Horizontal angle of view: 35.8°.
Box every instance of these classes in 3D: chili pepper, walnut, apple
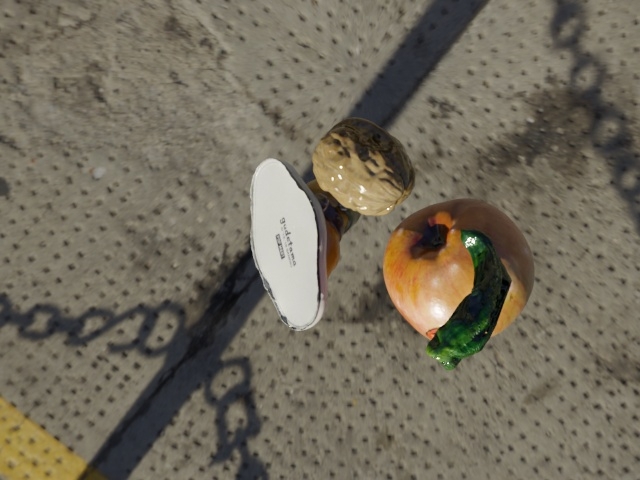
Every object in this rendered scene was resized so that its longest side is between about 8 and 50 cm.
[{"bbox_3d":[0.181,0.067,1.170,0.073,0.050,0.182,2,59,35],"label":"chili pepper"},{"bbox_3d":[0.037,-0.065,0.884,0.096,0.079,0.082,40,126,18],"label":"walnut"},{"bbox_3d":[0.183,0.039,1.324,0.209,0.209,0.164,-29,129,7],"label":"apple"}]

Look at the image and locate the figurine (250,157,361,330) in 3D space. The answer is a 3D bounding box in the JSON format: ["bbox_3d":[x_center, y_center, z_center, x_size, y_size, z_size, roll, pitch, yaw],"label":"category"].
[{"bbox_3d":[0.000,0.000,1.441,0.141,0.167,0.250,-4,84,-38],"label":"figurine"}]
